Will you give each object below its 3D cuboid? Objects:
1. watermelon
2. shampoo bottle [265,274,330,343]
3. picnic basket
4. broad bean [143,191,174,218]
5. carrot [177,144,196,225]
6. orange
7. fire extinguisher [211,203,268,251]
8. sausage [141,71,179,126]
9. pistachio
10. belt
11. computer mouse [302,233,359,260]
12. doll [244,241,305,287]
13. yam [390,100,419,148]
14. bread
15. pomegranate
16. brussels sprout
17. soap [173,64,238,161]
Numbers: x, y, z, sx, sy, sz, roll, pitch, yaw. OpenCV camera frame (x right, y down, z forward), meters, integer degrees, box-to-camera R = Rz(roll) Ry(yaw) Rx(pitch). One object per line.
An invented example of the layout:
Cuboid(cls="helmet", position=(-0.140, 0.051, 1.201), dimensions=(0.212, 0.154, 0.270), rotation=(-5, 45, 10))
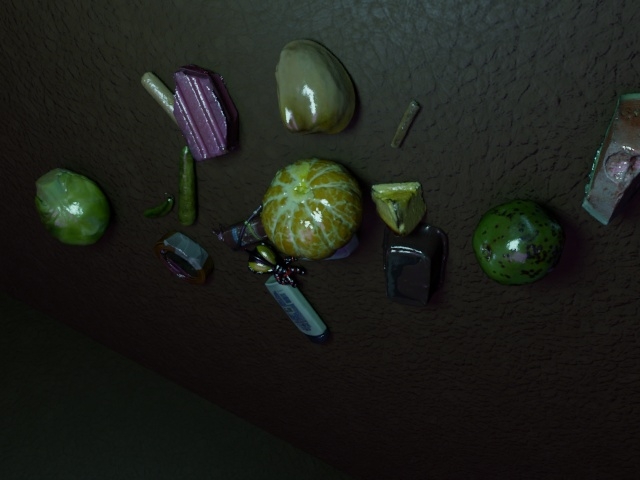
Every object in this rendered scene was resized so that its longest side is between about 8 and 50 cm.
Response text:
Cuboid(cls="watermelon", position=(0.696, -0.194, 1.037), dimensions=(0.148, 0.226, 0.318), rotation=(39, 127, 30))
Cuboid(cls="shampoo bottle", position=(-0.099, 0.293, 1.902), dimensions=(0.134, 0.078, 0.359), rotation=(-15, 119, 40))
Cuboid(cls="picnic basket", position=(0.301, 0.090, 1.507), dimensions=(0.223, 0.129, 0.296), rotation=(10, 129, 20))
Cuboid(cls="broad bean", position=(-0.664, -0.136, 1.854), dimensions=(0.227, 0.039, 0.069), rotation=(-29, 117, 38))
Cuboid(cls="carrot", position=(-0.507, -0.203, 1.704), dimensions=(0.074, 0.074, 0.358), rotation=(22, 130, 8))
Cuboid(cls="orange", position=(-0.021, -0.095, 1.394), dimensions=(0.330, 0.329, 0.249), rotation=(5, 166, 23))
Cuboid(cls="fire extinguisher", position=(-0.278, -0.045, 1.700), dimensions=(0.342, 0.105, 0.141), rotation=(-15, 102, 34))
Cuboid(cls="sausage", position=(-0.486, -0.433, 1.511), dimensions=(0.066, 0.065, 0.301), rotation=(-22, 117, 37))
Cuboid(cls="pistachio", position=(-0.015, -0.421, 1.237), dimensions=(0.213, 0.163, 0.260), rotation=(-13, 105, -11))
Cuboid(cls="belt", position=(-0.591, 0.077, 1.947), dimensions=(0.184, 0.105, 0.261), rotation=(-32, 108, 38))
Cuboid(cls="computer mouse", position=(0.002, -0.005, 1.595), dimensions=(0.289, 0.096, 0.159), rotation=(-5, 144, 38))
Cuboid(cls="doll", position=(-0.185, 0.092, 1.753), dimensions=(0.249, 0.127, 0.088), rotation=(32, 152, -6))
Cuboid(cls="yam", position=(0.238, -0.326, 1.264), dimensions=(0.032, 0.032, 0.145), rotation=(27, 134, 4))
Cuboid(cls="bread", position=(0.221, -0.093, 1.373), dimensions=(0.169, 0.160, 0.140), rotation=(0, 126, 26))
Cuboid(cls="pomegranate", position=(0.558, 0.004, 1.253), dimensions=(0.254, 0.271, 0.254), rotation=(38, 138, 45))
Cuboid(cls="brussels sprout", position=(-1.053, -0.131, 1.890), dimensions=(0.344, 0.268, 0.344), rotation=(19, 133, 21))
Cuboid(cls="soap", position=(-0.369, -0.411, 1.418), dimensions=(0.182, 0.112, 0.289), rotation=(-14, 114, 20))
